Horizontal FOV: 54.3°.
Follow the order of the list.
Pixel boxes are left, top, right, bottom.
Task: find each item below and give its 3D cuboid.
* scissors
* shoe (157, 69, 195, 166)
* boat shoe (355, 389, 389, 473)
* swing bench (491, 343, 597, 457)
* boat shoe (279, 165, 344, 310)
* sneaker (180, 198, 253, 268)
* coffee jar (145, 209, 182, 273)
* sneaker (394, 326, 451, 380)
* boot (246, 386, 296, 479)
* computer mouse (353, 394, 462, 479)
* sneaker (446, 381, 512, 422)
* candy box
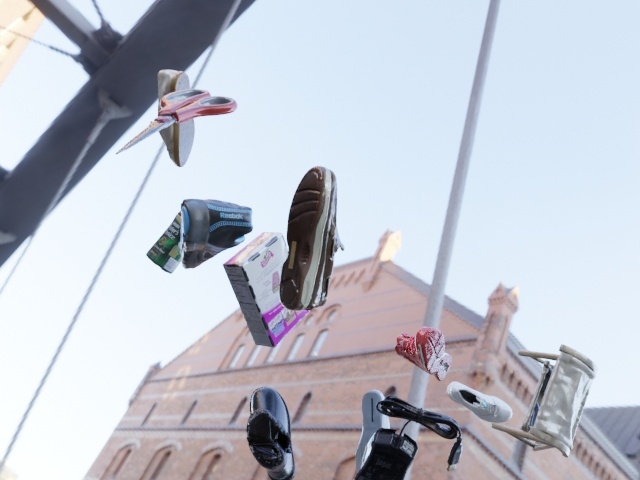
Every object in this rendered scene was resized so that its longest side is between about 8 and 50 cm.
[{"bbox_3d":[-0.225,-0.172,0.884,0.109,0.297,0.021,18,-59,18],"label":"scissors"},{"bbox_3d":[-0.313,-0.261,1.339,0.058,0.076,0.219,15,-55,13],"label":"shoe"},{"bbox_3d":[0.141,0.483,1.523,0.083,0.226,0.076,-2,-19,29],"label":"boat shoe"},{"bbox_3d":[0.633,0.442,1.722,0.165,0.253,0.254,29,-16,-3],"label":"swing bench"},{"bbox_3d":[-0.005,-0.002,1.114,0.095,0.257,0.095,8,9,-37],"label":"boat shoe"},{"bbox_3d":[-0.224,-0.008,1.313,0.140,0.125,0.341,-2,-5,-14],"label":"sneaker"},{"bbox_3d":[-0.405,-0.003,1.769,0.096,0.184,0.079,29,-11,47],"label":"coffee jar"},{"bbox_3d":[0.212,0.244,1.410,0.128,0.087,0.221,20,-26,31],"label":"sneaker"},{"bbox_3d":[-0.118,0.420,1.434,0.094,0.246,0.207,-14,-34,-4],"label":"boot"},{"bbox_3d":[0.174,0.431,1.236,0.184,0.060,0.262,16,-74,5],"label":"computer mouse"},{"bbox_3d":[0.490,0.498,1.891,0.212,0.080,0.094,23,-11,-2],"label":"sneaker"},{"bbox_3d":[-0.126,0.117,1.510,0.071,0.159,0.233,2,-60,37],"label":"candy box"}]
